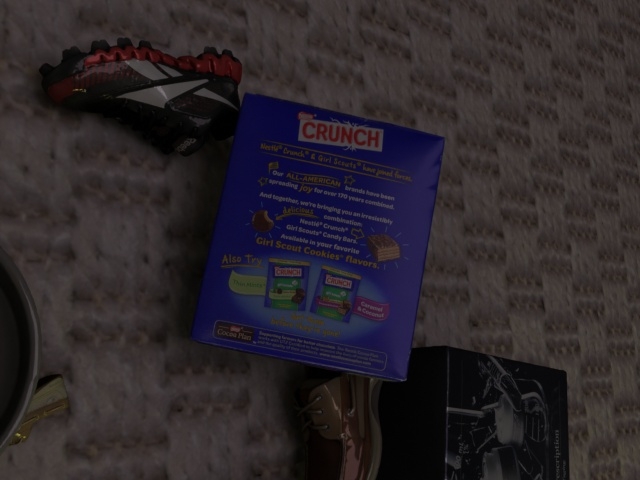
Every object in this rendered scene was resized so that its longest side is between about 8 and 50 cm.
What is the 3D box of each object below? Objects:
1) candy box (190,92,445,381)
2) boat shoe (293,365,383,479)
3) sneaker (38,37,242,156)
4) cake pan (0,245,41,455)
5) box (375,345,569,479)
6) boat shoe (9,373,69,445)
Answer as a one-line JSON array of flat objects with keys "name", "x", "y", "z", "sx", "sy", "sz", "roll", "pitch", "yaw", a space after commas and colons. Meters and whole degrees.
[{"name": "candy box", "x": 0.000, "y": 0.000, "z": 0.943, "sx": 0.268, "sy": 0.122, "sz": 0.317, "roll": 12, "pitch": 80, "yaw": -4}, {"name": "boat shoe", "x": 0.013, "y": 0.233, "z": 1.019, "sx": 0.116, "sy": 0.123, "sz": 0.324, "roll": 30, "pitch": 52, "yaw": -28}, {"name": "sneaker", "x": -0.205, "y": -0.172, "z": 0.915, "sx": 0.276, "sy": 0.098, "sz": 0.135, "roll": -8, "pitch": 84, "yaw": -44}, {"name": "cake pan", "x": -0.403, "y": 0.104, "z": 0.650, "sx": 0.293, "sy": 0.054, "sz": 0.293, "roll": 5, "pitch": 76, "yaw": -20}, {"name": "box", "x": 0.225, "y": 0.356, "z": 1.132, "sx": 0.312, "sy": 0.179, "sz": 0.343, "roll": 16, "pitch": 70, "yaw": -37}, {"name": "boat shoe", "x": -0.318, "y": 0.189, "z": 0.764, "sx": 0.135, "sy": 0.050, "sz": 0.045, "roll": -32, "pitch": 104, "yaw": -47}]
